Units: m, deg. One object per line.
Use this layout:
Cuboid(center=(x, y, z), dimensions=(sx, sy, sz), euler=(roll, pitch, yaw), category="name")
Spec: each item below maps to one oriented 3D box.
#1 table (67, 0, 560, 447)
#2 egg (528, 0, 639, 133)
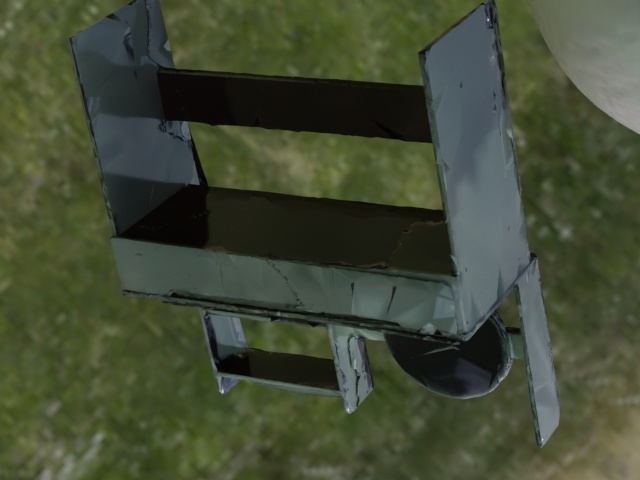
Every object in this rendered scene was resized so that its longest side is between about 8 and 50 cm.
Cuboid(center=(0.000, 0.000, 0.675), dimensions=(0.062, 0.146, 0.175), euler=(-41, 129, -47), category="table")
Cuboid(center=(0.170, -0.151, 0.865), dimensions=(0.206, 0.271, 0.161), euler=(-39, -157, -26), category="egg")
